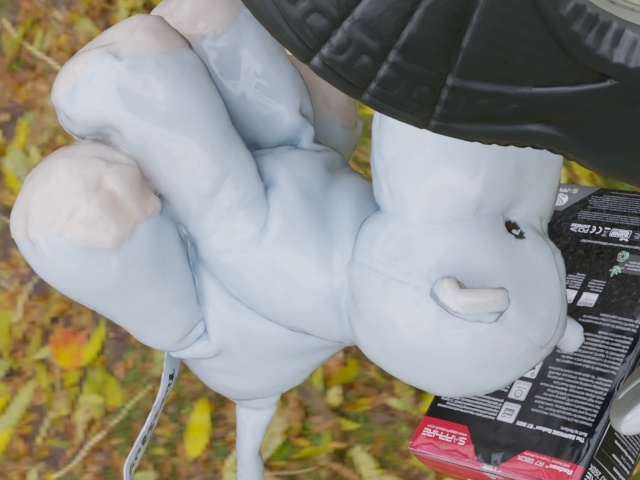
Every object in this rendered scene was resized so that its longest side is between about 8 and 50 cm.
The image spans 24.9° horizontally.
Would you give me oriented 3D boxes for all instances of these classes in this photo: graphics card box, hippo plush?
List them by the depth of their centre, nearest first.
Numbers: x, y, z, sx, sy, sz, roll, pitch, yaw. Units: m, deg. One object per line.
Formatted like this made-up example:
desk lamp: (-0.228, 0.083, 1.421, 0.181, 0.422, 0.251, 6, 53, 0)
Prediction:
hippo plush: (0.000, 0.000, 0.743, 0.237, 0.234, 0.294, 3, 83, 37)
graphics card box: (0.280, 0.113, 1.600, 0.233, 0.094, 0.371, 8, 62, 46)

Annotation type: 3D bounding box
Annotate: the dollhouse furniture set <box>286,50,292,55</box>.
dollhouse furniture set: (0.077, -0.163, 1.352, 0.259, 0.262, 0.135, -10, 98, 37)

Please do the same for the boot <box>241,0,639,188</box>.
boot: (0.079, -0.120, 0.541, 0.085, 0.236, 0.178, 126, 157, -44)

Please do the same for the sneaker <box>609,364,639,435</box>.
sneaker: (0.243, 0.077, 0.857, 0.152, 0.053, 0.061, -35, 100, 6)
